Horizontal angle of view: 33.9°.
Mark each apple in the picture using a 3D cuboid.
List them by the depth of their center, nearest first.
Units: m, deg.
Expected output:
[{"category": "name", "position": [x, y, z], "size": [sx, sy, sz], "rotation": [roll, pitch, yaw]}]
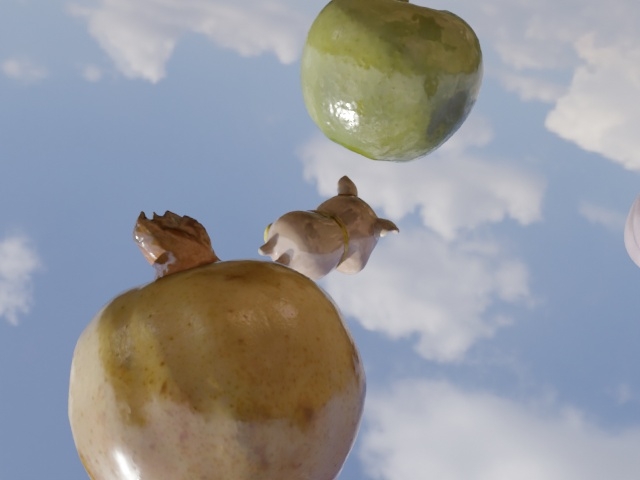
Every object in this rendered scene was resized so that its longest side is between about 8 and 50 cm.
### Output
[{"category": "apple", "position": [0.108, -0.261, 1.650], "size": [0.291, 0.254, 0.292], "rotation": [19, -164, -5]}]

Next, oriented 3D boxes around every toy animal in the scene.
[{"category": "toy animal", "position": [-0.002, -0.003, 1.888], "size": [0.248, 0.149, 0.165], "rotation": [-26, -112, -34]}]

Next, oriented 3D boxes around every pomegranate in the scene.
[{"category": "pomegranate", "position": [-0.070, 0.105, 0.720], "size": [0.207, 0.207, 0.207], "rotation": [9, -162, -3]}]

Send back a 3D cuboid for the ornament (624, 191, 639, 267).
[{"category": "ornament", "position": [0.476, -0.020, 1.316], "size": [0.177, 0.178, 0.177], "rotation": [9, -162, -3]}]
